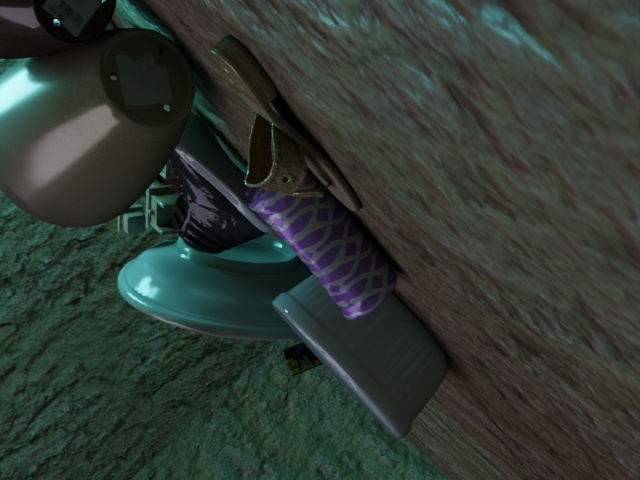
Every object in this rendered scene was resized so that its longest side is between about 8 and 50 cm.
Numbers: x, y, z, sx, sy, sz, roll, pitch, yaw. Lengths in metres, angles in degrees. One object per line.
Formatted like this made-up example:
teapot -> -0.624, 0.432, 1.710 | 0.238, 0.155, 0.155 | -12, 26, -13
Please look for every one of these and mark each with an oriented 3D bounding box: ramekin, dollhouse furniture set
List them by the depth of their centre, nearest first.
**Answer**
ramekin -> 0.065, 0.145, 1.365 | 0.273, 0.127, 0.273 | 46, 173, 7
dollhouse furniture set -> -0.419, -0.149, 1.617 | 0.174, 0.355, 0.303 | 37, 129, 47

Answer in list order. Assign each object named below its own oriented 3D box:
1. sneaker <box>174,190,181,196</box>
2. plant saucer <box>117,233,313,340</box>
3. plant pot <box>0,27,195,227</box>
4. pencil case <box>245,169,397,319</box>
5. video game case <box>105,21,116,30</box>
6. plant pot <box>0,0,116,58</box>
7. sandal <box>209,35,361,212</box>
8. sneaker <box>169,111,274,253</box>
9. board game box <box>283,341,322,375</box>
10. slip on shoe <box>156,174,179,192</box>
sneaker -> -0.334, -0.125, 2.238 | 0.305, 0.114, 0.152 | 49, 171, -18
plant saucer -> -0.147, 0.053, 1.655 | 0.400, 0.101, 0.400 | 10, -164, -3
plant pot -> -0.282, -0.168, 1.251 | 0.256, 0.256, 0.274 | 49, 147, -16
pencil case -> 0.000, 0.000, 1.108 | 0.088, 0.086, 0.206 | -25, 110, 46
video game case -> -0.463, -0.469, 1.429 | 0.329, 0.036, 0.300 | 44, 174, 19
plant pot -> -0.351, -0.305, 1.135 | 0.230, 0.215, 0.215 | 25, 160, 41
sandal -> -0.055, -0.092, 0.969 | 0.240, 0.079, 0.088 | 52, 171, -34
sneaker -> -0.211, -0.092, 1.512 | 0.296, 0.147, 0.105 | 47, -151, -16
board game box -> 0.022, 0.179, 1.615 | 0.141, 0.170, 0.048 | 107, 142, -81
slip on shoe -> -0.322, -0.143, 1.900 | 0.123, 0.101, 0.331 | -2, 157, 29
